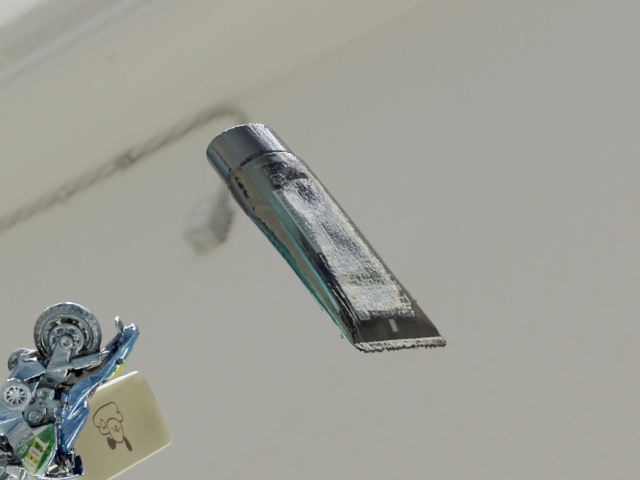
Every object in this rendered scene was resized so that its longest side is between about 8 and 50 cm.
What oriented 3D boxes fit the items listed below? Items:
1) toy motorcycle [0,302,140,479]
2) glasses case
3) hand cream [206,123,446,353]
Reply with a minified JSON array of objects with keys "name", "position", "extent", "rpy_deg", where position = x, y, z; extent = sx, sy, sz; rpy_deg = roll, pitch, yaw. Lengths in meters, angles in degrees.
[{"name":"toy motorcycle","position":[-0.298,0.186,1.785],"extent":[0.254,0.135,0.092],"rpy_deg":[-58,-166,13]},{"name":"glasses case","position":[-0.332,0.289,2.345],"extent":[0.070,0.131,0.313],"rpy_deg":[-26,178,21]},{"name":"hand cream","position":[0.000,0.000,1.415],"extent":[0.270,0.120,0.061],"rpy_deg":[50,-60,30]}]
